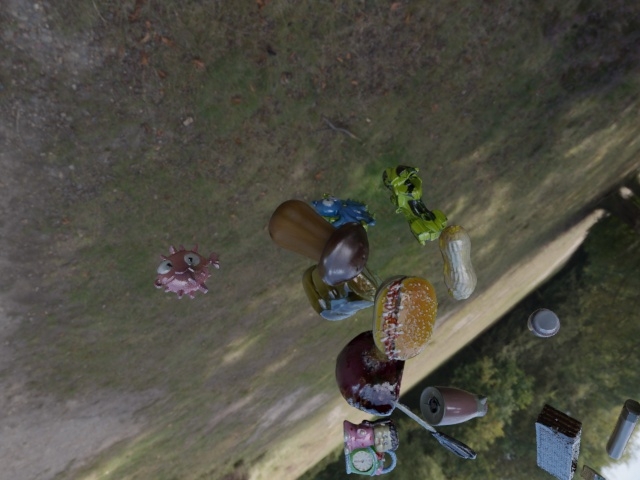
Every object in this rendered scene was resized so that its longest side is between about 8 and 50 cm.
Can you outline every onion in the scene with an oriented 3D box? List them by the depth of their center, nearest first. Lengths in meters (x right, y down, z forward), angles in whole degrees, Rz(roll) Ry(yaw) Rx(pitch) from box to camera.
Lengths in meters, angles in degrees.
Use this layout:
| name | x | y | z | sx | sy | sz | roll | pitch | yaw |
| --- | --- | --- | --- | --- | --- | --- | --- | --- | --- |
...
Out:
| name | x | y | z | sx | sy | sz | roll | pitch | yaw |
| --- | --- | --- | --- | --- | --- | --- | --- | --- | --- |
| onion | 0.188 | 0.497 | 1.735 | 0.282 | 0.259 | 0.337 | 88 | 16 | -51 |

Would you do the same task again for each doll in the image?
| name | x | y | z | sx | sy | sz | roll | pitch | yaw |
| --- | --- | --- | --- | --- | --- | --- | --- | --- | --- |
| doll | -0.490 | 0.111 | 1.650 | 0.261 | 0.211 | 0.093 | -18 | 165 | -35 |
| doll | 0.095 | -0.129 | 2.023 | 0.346 | 0.340 | 0.099 | -41 | 138 | -47 |

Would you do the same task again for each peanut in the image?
| name | x | y | z | sx | sy | sz | roll | pitch | yaw |
| --- | --- | --- | --- | --- | --- | --- | --- | --- | --- |
| peanut | 0.366 | 0.060 | 1.190 | 0.087 | 0.207 | 0.087 | -10 | -169 | 2 |

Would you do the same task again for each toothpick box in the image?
| name | x | y | z | sx | sy | sz | roll | pitch | yaw |
| --- | --- | --- | --- | --- | --- | --- | --- | --- | --- |
| toothpick box | 0.000 | 0.000 | 1.286 | 0.192 | 0.294 | 0.192 | -38 | 145 | -34 |

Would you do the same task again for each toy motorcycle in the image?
| name | x | y | z | sx | sy | sz | roll | pitch | yaw |
| --- | --- | --- | --- | --- | --- | --- | --- | --- | --- |
| toy motorcycle | 0.352 | -0.157 | 1.709 | 0.142 | 0.343 | 0.206 | -29 | 166 | -7 |

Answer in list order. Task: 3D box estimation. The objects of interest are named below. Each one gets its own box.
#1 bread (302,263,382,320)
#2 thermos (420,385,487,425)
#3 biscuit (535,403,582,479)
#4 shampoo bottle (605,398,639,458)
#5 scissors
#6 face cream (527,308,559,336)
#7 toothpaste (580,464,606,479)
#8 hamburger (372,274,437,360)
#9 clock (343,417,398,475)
| name | x | y | z | sx | sy | sz | roll | pitch | yaw |
| --- | --- | --- | --- | --- | --- | --- | --- | --- | --- |
| bread | 0.072 | 0.220 | 1.998 | 0.341 | 0.301 | 0.210 | -28 | -163 | 34 |
| thermos | 0.545 | 0.674 | 1.815 | 0.264 | 0.146 | 0.176 | 11 | 134 | -27 |
| biscuit | 0.734 | 0.635 | 1.383 | 0.073 | 0.107 | 0.389 | -47 | 135 | -21 |
| shampoo bottle | 1.111 | 0.693 | 1.641 | 0.086 | 0.055 | 0.228 | -33 | 132 | -48 |
| scissors | 0.332 | 0.566 | 1.349 | 0.022 | 0.299 | 0.109 | -54 | -179 | -28 |
| face cream | 0.735 | 0.276 | 1.481 | 0.091 | 0.091 | 0.095 | -36 | 158 | -6 |
| toothpaste | 0.985 | 0.858 | 1.622 | 0.047 | 0.040 | 0.196 | -63 | 155 | -7 |
| hamburger | 0.285 | 0.260 | 1.511 | 0.226 | 0.151 | 0.296 | -2 | 99 | -17 |
| clock | 0.181 | 0.727 | 1.582 | 0.195 | 0.194 | 0.100 | -6 | 179 | 4 |
